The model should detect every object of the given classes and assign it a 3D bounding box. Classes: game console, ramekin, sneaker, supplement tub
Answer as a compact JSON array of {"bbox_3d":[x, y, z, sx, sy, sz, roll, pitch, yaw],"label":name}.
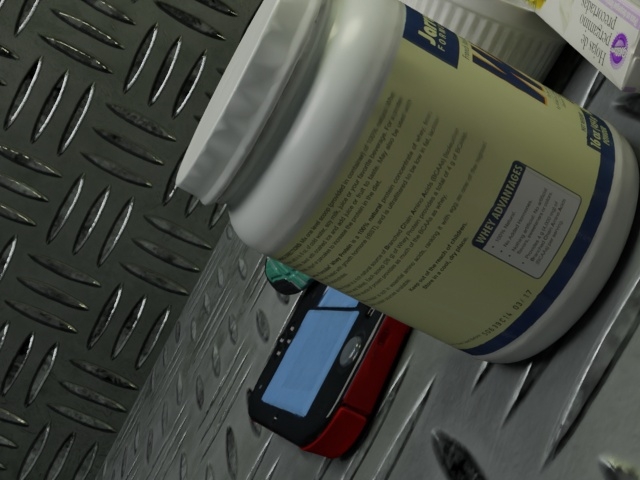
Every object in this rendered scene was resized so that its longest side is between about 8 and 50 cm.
[{"bbox_3d":[0.027,0.102,1.203,0.342,0.060,0.386,-66,14,-10],"label":"game console"},{"bbox_3d":[0.166,-0.229,1.009,0.207,0.207,0.109,-93,23,-65],"label":"ramekin"},{"bbox_3d":[0.000,0.000,1.355,0.098,0.083,0.224,-29,-15,-43],"label":"sneaker"},{"bbox_3d":[0.068,-0.061,0.770,0.235,0.325,0.235,-57,15,24],"label":"supplement tub"}]

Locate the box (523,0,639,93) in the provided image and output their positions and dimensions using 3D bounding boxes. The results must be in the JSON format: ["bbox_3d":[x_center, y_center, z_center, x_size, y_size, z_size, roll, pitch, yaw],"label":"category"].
[{"bbox_3d":[0.247,-0.220,0.838,0.324,0.067,0.063,-105,21,-58],"label":"box"}]
